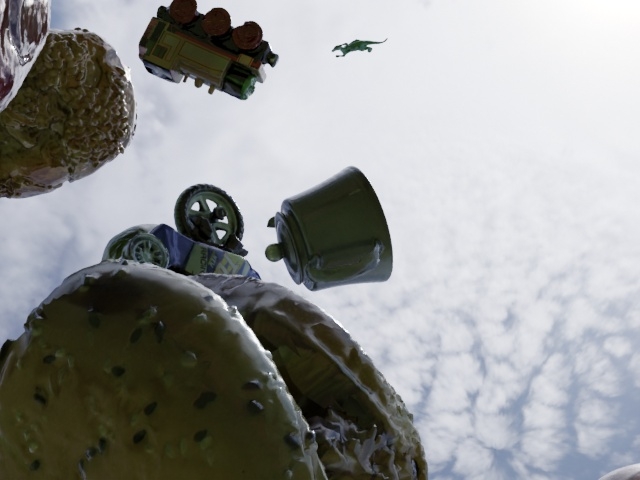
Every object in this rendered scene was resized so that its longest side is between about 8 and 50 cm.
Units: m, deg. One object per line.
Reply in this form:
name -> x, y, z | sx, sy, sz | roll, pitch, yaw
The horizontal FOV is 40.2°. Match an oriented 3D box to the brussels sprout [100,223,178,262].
brussels sprout -> -0.241, 0.053, 1.259 | 0.143, 0.180, 0.162 | -24, -94, 15

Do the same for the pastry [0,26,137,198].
pastry -> -0.432, -0.188, 1.308 | 0.310, 0.162, 0.255 | -22, -65, 6

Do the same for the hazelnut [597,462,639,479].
hazelnut -> 0.431, 0.384, 1.123 | 0.214, 0.214, 0.176 | -9, -73, 9

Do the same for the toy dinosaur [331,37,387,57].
toy dinosaur -> 0.058, -0.311, 1.383 | 0.083, 0.062, 0.021 | -23, -103, 34

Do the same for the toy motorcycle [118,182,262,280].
toy motorcycle -> -0.142, 0.072, 0.845 | 0.169, 0.315, 0.113 | 50, -45, -11

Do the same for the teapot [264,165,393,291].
teapot -> 0.000, 0.000, 1.146 | 0.148, 0.239, 0.163 | -16, -66, -14

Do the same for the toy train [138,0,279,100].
toy train -> -0.115, -0.193, 0.900 | 0.137, 0.050, 0.087 | 24, -98, 8

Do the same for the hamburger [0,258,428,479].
hamburger -> -0.079, 0.184, 0.594 | 0.276, 0.195, 0.318 | 19, -79, 31

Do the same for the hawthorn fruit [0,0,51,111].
hawthorn fruit -> -0.276, -0.155, 0.552 | 0.224, 0.224, 0.261 | -44, -138, -1
